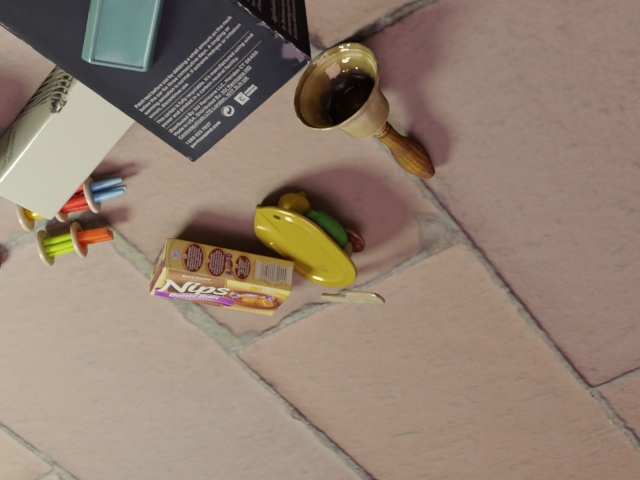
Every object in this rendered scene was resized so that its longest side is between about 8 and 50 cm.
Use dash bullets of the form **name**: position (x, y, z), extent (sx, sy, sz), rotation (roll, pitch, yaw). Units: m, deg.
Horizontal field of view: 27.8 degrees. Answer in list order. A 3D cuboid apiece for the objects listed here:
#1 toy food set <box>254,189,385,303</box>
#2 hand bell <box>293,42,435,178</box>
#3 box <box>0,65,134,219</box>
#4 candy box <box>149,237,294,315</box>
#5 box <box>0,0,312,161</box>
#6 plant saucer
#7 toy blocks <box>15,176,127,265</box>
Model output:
- **toy food set**: position (0.000, 0.000, 1.829), extent (0.128, 0.071, 0.218), rotation (-6, 137, 46)
- **hand bell**: position (0.082, -0.142, 1.693), extent (0.126, 0.126, 0.242), rotation (-28, 141, 20)
- **box**: position (-0.302, -0.160, 1.619), extent (0.094, 0.113, 0.275), rotation (29, 123, -28)
- **candy box**: position (-0.142, 0.053, 1.845), extent (0.186, 0.053, 0.109), rotation (10, 155, -15)
- **box**: position (-0.187, -0.313, 1.329), extent (0.179, 0.343, 0.312), rotation (-37, 124, 25)
- **plant saucer**: position (-0.169, -0.234, 1.160), extent (0.067, 0.018, 0.192), rotation (8, 128, -13)
- **toy blocks**: position (-0.326, -0.031, 1.775), extent (0.148, 0.054, 0.123), rotation (-14, 132, 8)
